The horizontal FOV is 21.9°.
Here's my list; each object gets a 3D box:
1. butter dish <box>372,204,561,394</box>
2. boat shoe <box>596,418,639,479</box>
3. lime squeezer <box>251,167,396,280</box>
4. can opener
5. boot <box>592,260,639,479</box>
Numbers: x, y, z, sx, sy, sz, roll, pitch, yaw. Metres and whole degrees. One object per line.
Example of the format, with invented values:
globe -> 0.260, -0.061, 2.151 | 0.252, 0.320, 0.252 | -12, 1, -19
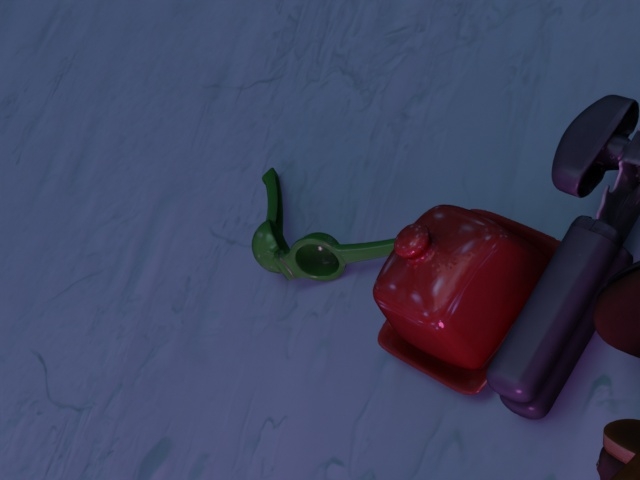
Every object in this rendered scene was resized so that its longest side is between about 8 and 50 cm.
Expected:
butter dish -> 0.108, 0.028, 1.433 | 0.160, 0.118, 0.160 | -54, 37, -7
boat shoe -> 0.272, 0.195, 1.158 | 0.207, 0.073, 0.073 | 32, 123, 58
lime squeezer -> 0.000, 0.000, 1.643 | 0.110, 0.058, 0.310 | -29, 26, -26
can opener -> 0.207, 0.007, 1.375 | 0.095, 0.076, 0.283 | 23, 75, 33
boot -> 0.248, 0.133, 1.149 | 0.264, 0.096, 0.280 | 14, 46, 38
